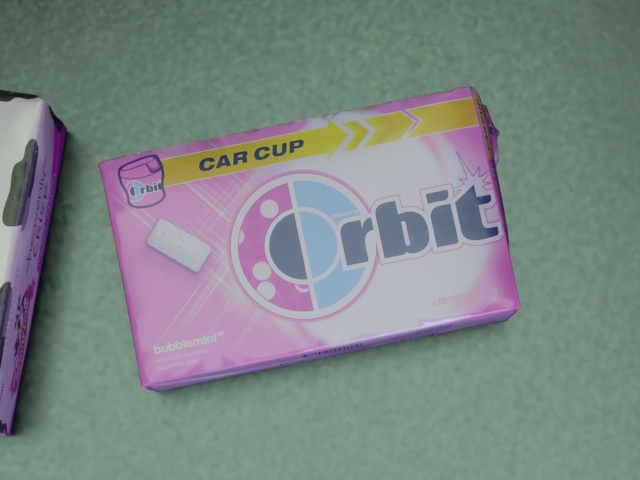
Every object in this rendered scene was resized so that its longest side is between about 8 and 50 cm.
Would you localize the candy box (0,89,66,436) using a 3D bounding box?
[{"bbox_3d":[-0.250,-0.003,0.826,0.233,0.071,0.159,10,82,3],"label":"candy box"}]

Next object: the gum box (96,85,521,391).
[{"bbox_3d":[0.000,0.000,0.826,0.188,0.062,0.107,-11,83,-1],"label":"gum box"}]
